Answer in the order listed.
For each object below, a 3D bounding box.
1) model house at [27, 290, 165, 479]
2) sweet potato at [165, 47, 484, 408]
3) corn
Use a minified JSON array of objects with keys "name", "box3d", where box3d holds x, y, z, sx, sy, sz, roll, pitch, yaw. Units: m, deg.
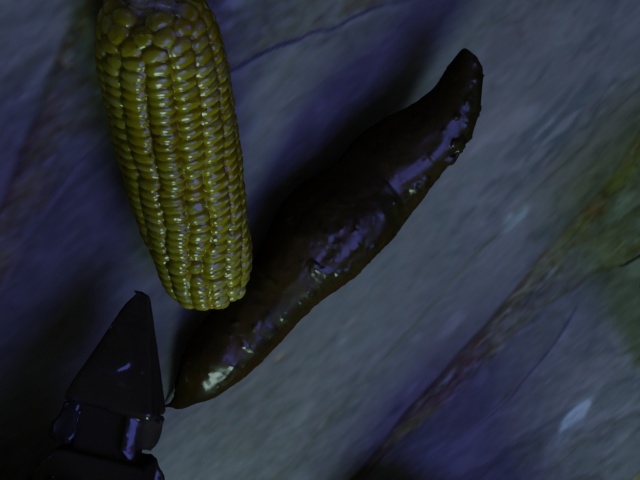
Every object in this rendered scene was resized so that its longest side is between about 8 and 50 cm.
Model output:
[{"name":"model house","box3d":[-0.144,0.143,0.955,0.181,0.176,0.248,11,93,-86]},{"name":"sweet potato","box3d":[0.000,0.000,1.026,0.274,0.067,0.067,-47,136,5]},{"name":"corn","box3d":[-0.074,-0.049,0.931,0.067,0.067,0.206,-28,134,-21]}]
